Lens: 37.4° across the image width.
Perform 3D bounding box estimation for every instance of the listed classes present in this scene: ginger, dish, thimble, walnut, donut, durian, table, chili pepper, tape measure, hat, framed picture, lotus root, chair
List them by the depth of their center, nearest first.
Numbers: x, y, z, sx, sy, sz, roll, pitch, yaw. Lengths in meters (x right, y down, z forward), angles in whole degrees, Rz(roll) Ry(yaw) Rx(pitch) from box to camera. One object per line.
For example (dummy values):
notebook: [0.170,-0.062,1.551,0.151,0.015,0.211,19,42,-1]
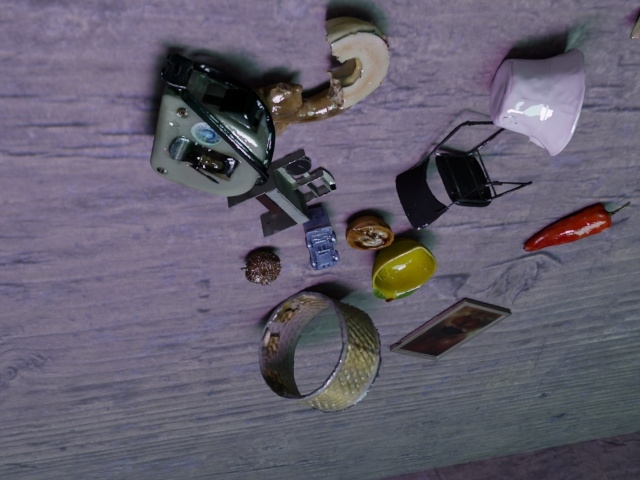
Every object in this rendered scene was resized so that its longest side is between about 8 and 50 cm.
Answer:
donut: [0.056,-0.297,1.521,0.108,0.065,0.166,-26,143,-11]
tape measure: [-0.169,-0.172,1.529,0.207,0.115,0.235,19,143,-4]
ginger: [-0.040,-0.233,1.599,0.214,0.059,0.133,-14,154,-1]
hat: [0.376,-0.256,1.678,0.126,0.203,0.203,11,144,-8]
table: [-0.070,-0.088,1.823,0.175,0.062,0.146,-23,149,16]
chair: [0.274,-0.120,1.863,0.145,0.140,0.221,-2,156,-42]
walnut: [0.101,-0.022,2.020,0.091,0.052,0.121,-35,143,31]
durian: [-0.126,0.059,2.024,0.091,0.080,0.080,1,146,-22]
dish: [0.180,0.052,2.149,0.149,0.080,0.208,3,141,-23]
thimble: [-0.006,0.265,2.233,0.271,0.271,0.150,-32,145,25]
lotus root: [0.195,0.091,2.239,0.150,0.062,0.073,-18,138,5]
chili pepper: [0.606,-0.030,2.244,0.272,0.063,0.071,-24,137,18]
framed picture: [0.359,0.251,2.627,0.211,0.020,0.289,17,137,-42]

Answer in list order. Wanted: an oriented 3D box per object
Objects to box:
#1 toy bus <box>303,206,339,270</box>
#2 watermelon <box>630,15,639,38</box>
toy bus: [0.000,0.000,1.985,0.064,0.075,0.190,-14,151,-1]
watermelon: [0.620,-0.381,1.639,0.125,0.094,0.135,5,141,-20]
